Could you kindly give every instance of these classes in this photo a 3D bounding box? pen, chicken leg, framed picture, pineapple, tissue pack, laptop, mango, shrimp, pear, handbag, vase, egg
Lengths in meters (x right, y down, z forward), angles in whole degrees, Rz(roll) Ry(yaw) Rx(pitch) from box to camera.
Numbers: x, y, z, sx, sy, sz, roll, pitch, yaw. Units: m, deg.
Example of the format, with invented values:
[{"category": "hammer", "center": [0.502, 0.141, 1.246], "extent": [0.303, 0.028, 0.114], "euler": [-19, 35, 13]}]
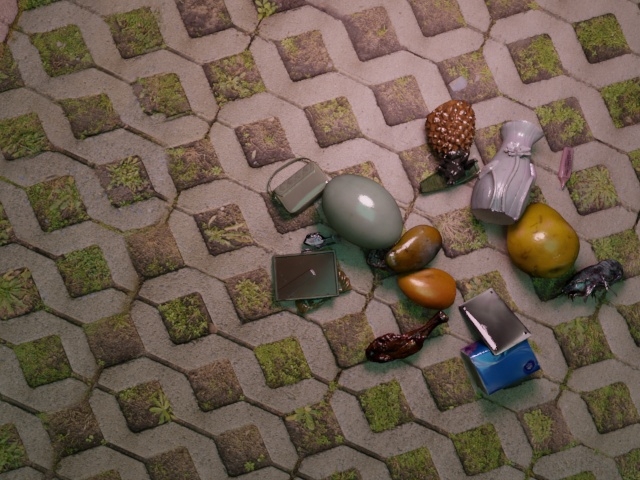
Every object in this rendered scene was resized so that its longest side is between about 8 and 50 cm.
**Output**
[{"category": "pen", "center": [1.137, -0.335, 1.878], "extent": [0.053, 0.032, 0.198], "euler": [9, 88, -2]}, {"category": "chicken leg", "center": [0.389, 0.437, 1.810], "extent": [0.406, 0.096, 0.158], "euler": [-27, 121, 6]}, {"category": "framed picture", "center": [-0.066, 0.159, 1.820], "extent": [0.289, 0.020, 0.212], "euler": [-6, 79, 3]}, {"category": "pineapple", "center": [0.584, -0.408, 1.765], "extent": [0.222, 0.223, 0.358], "euler": [-8, 86, -1]}, {"category": "tissue pack", "center": [0.799, 0.530, 1.806], "extent": [0.263, 0.146, 0.198], "euler": [-26, 91, -2]}, {"category": "laptop", "center": [0.769, 0.355, 1.798], "extent": [0.187, 0.015, 0.269], "euler": [-28, 54, -2]}, {"category": "mango", "center": [0.406, 0.043, 1.766], "extent": [0.316, 0.146, 0.193], "euler": [-27, 125, -29]}, {"category": "mango", "center": [0.468, 0.211, 1.806], "extent": [0.256, 0.138, 0.188], "euler": [5, 77, -7]}, {"category": "shrimp", "center": [1.213, 0.199, 1.808], "extent": [0.371, 0.172, 0.137], "euler": [-33, 96, -8]}, {"category": "pear", "center": [0.967, 0.000, 1.775], "extent": [0.284, 0.285, 0.337], "euler": [22, 49, -1]}, {"category": "handbag", "center": [-0.102, -0.258, 1.832], "extent": [0.256, 0.079, 0.219], "euler": [-38, 80, -2]}, {"category": "vase", "center": [0.817, -0.297, 1.768], "extent": [0.249, 0.250, 0.446], "euler": [22, 81, -1]}, {"category": "egg", "center": [0.178, -0.121, 1.731], "extent": [0.389, 0.276, 0.276], "euler": [41, 89, 4]}]

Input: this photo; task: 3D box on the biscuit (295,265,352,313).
[{"category": "biscuit", "center": [-0.010, 0.203, 1.844], "extent": [0.273, 0.036, 0.187], "euler": [-30, 86, 0]}]

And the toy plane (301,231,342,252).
[{"category": "toy plane", "center": [0.000, -0.001, 1.834], "extent": [0.196, 0.053, 0.078], "euler": [-12, 83, -8]}]

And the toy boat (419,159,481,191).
[{"category": "toy boat", "center": [0.586, -0.290, 1.853], "extent": [0.292, 0.055, 0.093], "euler": [-20, 91, -2]}]

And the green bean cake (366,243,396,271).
[{"category": "green bean cake", "center": [0.288, 0.067, 1.843], "extent": [0.135, 0.056, 0.136], "euler": [19, 89, -2]}]
